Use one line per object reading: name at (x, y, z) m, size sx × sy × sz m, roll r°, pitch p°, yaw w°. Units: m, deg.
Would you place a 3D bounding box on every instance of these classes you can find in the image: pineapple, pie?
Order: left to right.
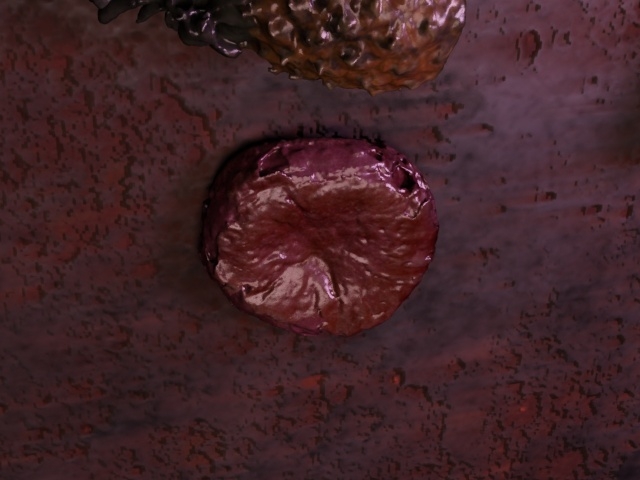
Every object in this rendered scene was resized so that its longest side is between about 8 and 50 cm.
pineapple at (-0.028, -0.129, 0.638) m, size 0.197 × 0.108 × 0.108 m, roll 3°, pitch 122°, yaw -13°
pie at (0.000, 0.000, 0.771) m, size 0.153 × 0.038 × 0.153 m, roll -7°, pitch 124°, yaw -11°
